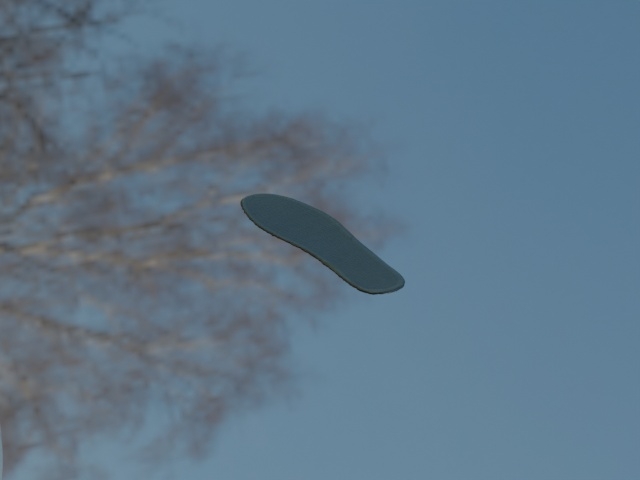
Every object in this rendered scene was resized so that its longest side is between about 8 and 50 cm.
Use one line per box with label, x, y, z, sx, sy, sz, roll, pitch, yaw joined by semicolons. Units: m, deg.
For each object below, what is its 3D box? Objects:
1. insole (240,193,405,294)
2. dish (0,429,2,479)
insole;0.000;0.000;1.257;0.152;0.053;0.002;38;-48;44
dish;-0.209;0.098;0.561;0.117;0.256;0.256;-123;-146;-46
